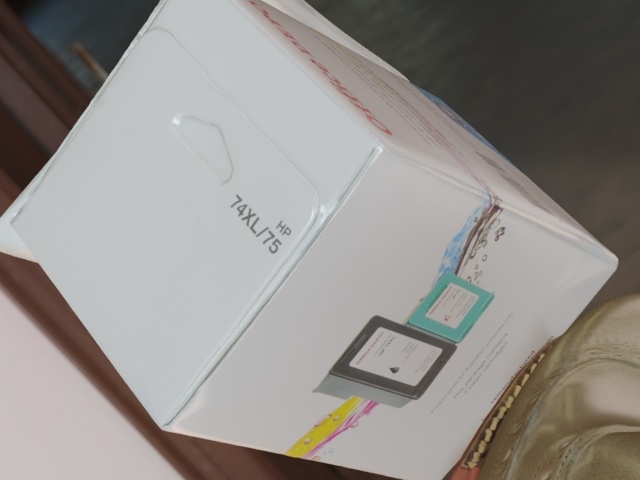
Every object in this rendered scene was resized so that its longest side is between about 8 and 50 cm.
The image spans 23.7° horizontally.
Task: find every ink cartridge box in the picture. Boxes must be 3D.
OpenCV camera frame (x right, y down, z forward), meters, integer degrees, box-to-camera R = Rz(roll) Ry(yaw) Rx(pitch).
[{"bbox_3d":[0.000,0.000,0.928,0.197,0.270,0.198,-53,52,13],"label":"ink cartridge box"}]

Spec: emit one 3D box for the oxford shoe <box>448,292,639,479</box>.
[{"bbox_3d":[0.105,0.097,0.345,0.397,0.140,0.146,-75,7,-64],"label":"oxford shoe"}]

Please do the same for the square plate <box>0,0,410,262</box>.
[{"bbox_3d":[-0.091,-0.069,1.444,0.344,0.347,0.049,-48,58,9],"label":"square plate"}]
